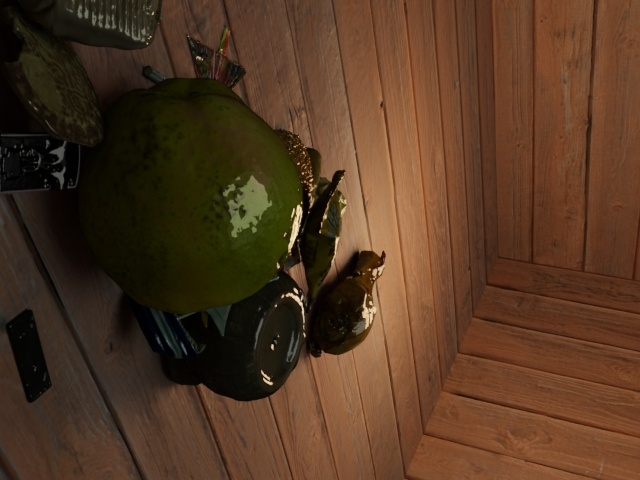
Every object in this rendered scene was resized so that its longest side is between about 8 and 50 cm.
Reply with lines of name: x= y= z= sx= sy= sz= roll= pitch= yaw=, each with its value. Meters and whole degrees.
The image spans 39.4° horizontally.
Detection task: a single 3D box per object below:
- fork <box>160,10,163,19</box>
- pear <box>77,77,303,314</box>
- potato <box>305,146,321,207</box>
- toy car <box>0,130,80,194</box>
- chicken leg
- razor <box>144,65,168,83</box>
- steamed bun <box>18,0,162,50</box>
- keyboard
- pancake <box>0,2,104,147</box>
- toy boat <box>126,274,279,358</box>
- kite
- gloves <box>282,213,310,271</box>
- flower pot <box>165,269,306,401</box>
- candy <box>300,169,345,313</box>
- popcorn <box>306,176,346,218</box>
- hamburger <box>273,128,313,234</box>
fork: x=-0.284 y=-0.444 z=1.564 sx=0.016 sy=0.012 sz=0.115 roll=-39 pitch=139 yaw=-51
pear: x=-0.213 y=-0.083 z=1.453 sx=0.391 sy=0.391 sz=0.390 roll=10 pitch=90 yaw=-66
potato: x=-0.048 y=-0.146 z=2.097 sx=0.085 sy=0.105 sz=0.188 roll=-38 pitch=-155 yaw=53
toy car: x=-0.436 y=-0.113 z=1.241 sx=0.210 sy=0.108 sz=0.089 roll=-14 pitch=114 yaw=-60
chicken leg: x=0.098 y=0.159 z=2.529 sx=0.429 sy=0.153 sz=0.201 roll=-61 pitch=163 yaw=-52
razor: x=-0.262 y=-0.278 z=1.658 sx=0.211 sy=0.036 sz=0.084 roll=23 pitch=71 yaw=-60
steamed bun: x=-0.345 y=-0.381 z=1.295 sx=0.218 sy=0.144 sz=0.211 roll=3 pitch=86 yaw=-37
keyboard: x=-0.460 y=0.185 z=1.415 sx=0.053 sy=0.010 sz=0.155 roll=-46 pitch=140 yaw=-51
pancake: x=-0.378 y=-0.232 z=1.270 sx=0.212 sy=0.029 sz=0.235 roll=48 pitch=22 yaw=-45
toy boat: x=-0.203 y=0.086 z=1.655 sx=0.291 sy=0.220 sz=0.067 roll=-24 pitch=170 yaw=-17
kite: x=-0.206 y=-0.341 z=1.775 sx=0.241 sy=0.014 sz=0.183 roll=26 pitch=75 yaw=-64
gloves: x=-0.067 y=0.010 z=2.074 sx=0.127 sy=0.212 sz=0.111 roll=162 pitch=-93 yaw=-78
flower pot: x=-0.164 y=0.182 z=1.829 sx=0.302 sy=0.213 sz=0.301 roll=-39 pitch=134 yaw=-56
candy: x=0.000 y=0.000 z=1.902 sx=0.187 sy=0.081 sz=0.297 roll=-75 pitch=179 yaw=-46
popcorn: x=0.001 y=-0.095 z=2.193 sx=0.136 sy=0.162 sz=0.141 roll=-1 pitch=61 yaw=-35
hamburger: x=-0.115 y=-0.100 z=1.867 sx=0.294 sy=0.179 sz=0.275 roll=32 pitch=69 yaw=-64
